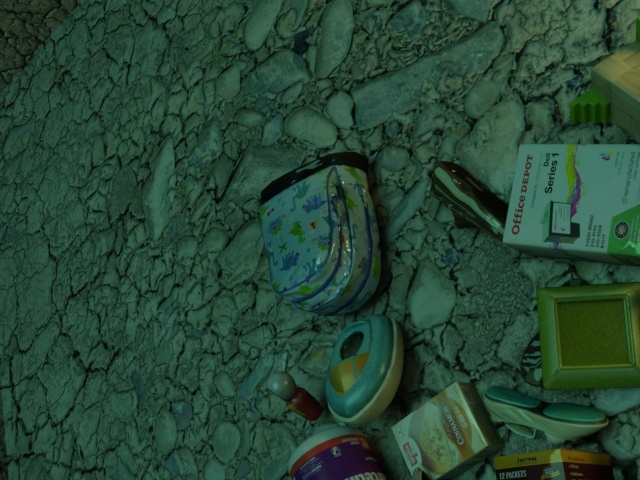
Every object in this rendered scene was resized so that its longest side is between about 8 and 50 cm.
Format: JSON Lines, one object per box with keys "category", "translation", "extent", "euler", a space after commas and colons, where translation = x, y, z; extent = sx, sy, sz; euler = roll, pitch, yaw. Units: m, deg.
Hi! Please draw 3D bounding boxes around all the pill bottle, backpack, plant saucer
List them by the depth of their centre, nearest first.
{"category": "plant saucer", "translation": [0.483, 0.166, 1.516], "extent": [0.188, 0.045, 0.188], "euler": [-5, 73, 16]}
{"category": "pill bottle", "translation": [0.069, 0.554, 1.745], "extent": [0.181, 0.181, 0.323], "euler": [-47, 52, 23]}
{"category": "backpack", "translation": [0.000, 0.000, 1.951], "extent": [0.290, 0.273, 0.356], "euler": [-24, 75, 29]}

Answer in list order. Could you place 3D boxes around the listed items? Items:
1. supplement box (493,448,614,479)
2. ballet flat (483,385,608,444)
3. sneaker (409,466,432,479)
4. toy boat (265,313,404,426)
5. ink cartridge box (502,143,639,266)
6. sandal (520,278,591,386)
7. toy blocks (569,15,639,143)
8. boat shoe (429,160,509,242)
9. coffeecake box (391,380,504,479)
{"category": "supplement box", "translation": [0.407, 0.462, 1.450], "extent": [0.129, 0.191, 0.194], "euler": [-20, 64, 38]}
{"category": "ballet flat", "translation": [0.412, 0.331, 1.575], "extent": [0.248, 0.086, 0.086], "euler": [9, 84, 45]}
{"category": "sneaker", "translation": [0.270, 0.515, 1.587], "extent": [0.281, 0.105, 0.115], "euler": [17, 92, 26]}
{"category": "toy boat", "translation": [0.032, 0.291, 1.831], "extent": [0.318, 0.148, 0.268], "euler": [-32, 30, 31]}
{"category": "ink cartridge box", "translation": [0.494, -0.068, 1.575], "extent": [0.278, 0.117, 0.202], "euler": [6, 82, 43]}
{"category": "sandal", "translation": [0.448, 0.176, 1.595], "extent": [0.090, 0.060, 0.219], "euler": [16, 74, 37]}
{"category": "toy blocks", "translation": [0.647, -0.258, 1.408], "extent": [0.381, 0.191, 0.261], "euler": [-33, 50, -7]}
{"category": "boat shoe", "translation": [0.315, -0.060, 1.771], "extent": [0.257, 0.095, 0.095], "euler": [54, 129, 44]}
{"category": "coffeecake box", "translation": [0.250, 0.390, 1.704], "extent": [0.185, 0.068, 0.142], "euler": [-42, 54, 27]}
